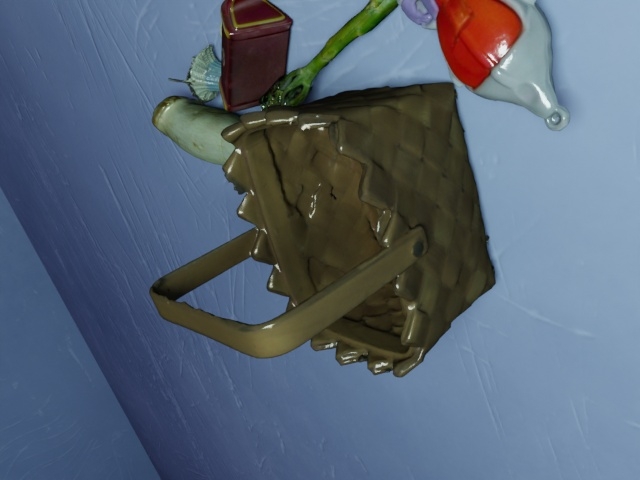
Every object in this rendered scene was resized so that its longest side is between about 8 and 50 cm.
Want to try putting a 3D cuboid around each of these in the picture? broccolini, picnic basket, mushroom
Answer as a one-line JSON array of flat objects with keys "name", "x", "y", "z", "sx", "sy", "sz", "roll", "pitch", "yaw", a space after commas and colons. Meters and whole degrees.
[{"name": "broccolini", "x": 0.007, "y": -0.194, "z": 0.739, "sx": 0.254, "sy": 0.057, "sz": 0.072, "roll": -24, "pitch": 74, "yaw": 48}, {"name": "picnic basket", "x": 0.000, "y": 0.000, "z": 0.689, "sx": 0.254, "sy": 0.321, "sz": 0.292, "roll": 10, "pitch": 126, "yaw": 53}, {"name": "picnic basket", "x": -0.163, "y": -0.232, "z": 0.919, "sx": 0.083, "sy": 0.065, "sz": 0.083, "roll": 22, "pitch": 143, "yaw": 17}, {"name": "mushroom", "x": -0.120, "y": -0.135, "z": 0.918, "sx": 0.312, "sy": 0.099, "sz": 0.081, "roll": 26, "pitch": 116, "yaw": 38}]

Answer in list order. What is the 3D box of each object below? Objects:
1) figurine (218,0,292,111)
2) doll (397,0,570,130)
[{"name": "figurine", "x": -0.092, "y": -0.248, "z": 0.811, "sx": 0.098, "sy": 0.082, "sz": 0.154, "roll": 58, "pitch": 154, "yaw": 33}, {"name": "doll", "x": 0.135, "y": -0.181, "z": 0.560, "sx": 0.228, "sy": 0.075, "sz": 0.102, "roll": 54, "pitch": 140, "yaw": 18}]
